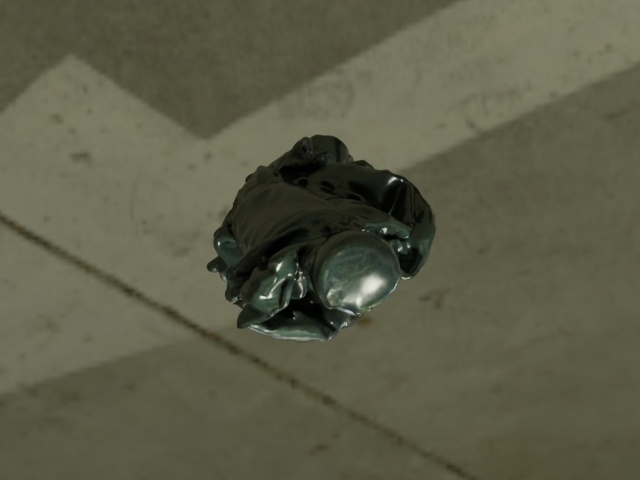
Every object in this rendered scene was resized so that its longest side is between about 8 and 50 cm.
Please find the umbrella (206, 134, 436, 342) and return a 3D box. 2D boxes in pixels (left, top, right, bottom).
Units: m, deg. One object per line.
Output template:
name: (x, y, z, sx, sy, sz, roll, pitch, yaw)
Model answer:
umbrella: (0.000, 0.003, 1.031, 0.094, 0.349, 0.143, 43, 89, -13)
